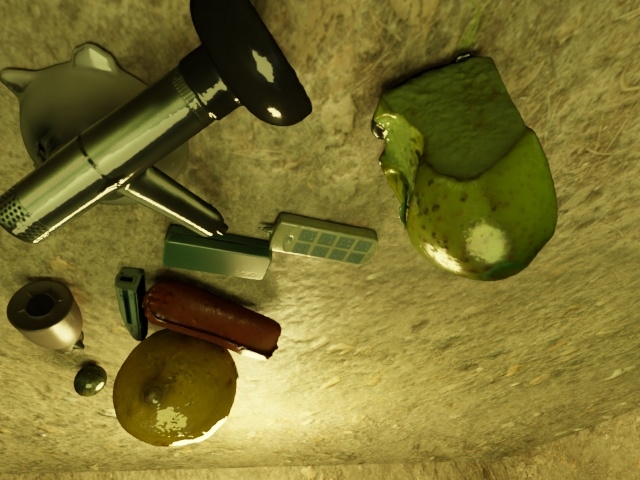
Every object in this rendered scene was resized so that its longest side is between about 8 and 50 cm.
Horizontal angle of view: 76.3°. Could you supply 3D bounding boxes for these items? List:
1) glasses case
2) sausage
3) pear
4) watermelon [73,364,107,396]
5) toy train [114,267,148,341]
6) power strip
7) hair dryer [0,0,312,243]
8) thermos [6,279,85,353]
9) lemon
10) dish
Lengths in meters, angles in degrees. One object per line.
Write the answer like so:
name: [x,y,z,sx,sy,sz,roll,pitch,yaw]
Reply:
glasses case: [-0.183,0.023,0.730,0.184,0.039,0.078,10,139,-18]
sausage: [-0.218,0.169,0.863,0.102,0.102,0.330,-32,134,29]
pear: [0.173,-0.051,0.513,0.164,0.255,0.238,-15,145,10]
watermelon: [-0.615,0.376,1.089,0.078,0.078,0.111,19,136,-27]
toy train: [-0.391,0.151,0.852,0.048,0.055,0.252,7,139,-15]
power strip: [0.000,0.000,0.729,0.226,0.029,0.080,10,139,-18]
hair dryer: [-0.155,-0.113,0.489,0.320,0.156,0.284,-35,176,13]
thermos: [-0.551,0.161,0.827,0.137,0.105,0.193,26,145,3]
lemon: [-0.312,0.318,0.897,0.257,0.258,0.310,-2,162,-4]
dish: [-0.292,-0.107,0.521,0.227,0.086,0.236,-9,140,5]
